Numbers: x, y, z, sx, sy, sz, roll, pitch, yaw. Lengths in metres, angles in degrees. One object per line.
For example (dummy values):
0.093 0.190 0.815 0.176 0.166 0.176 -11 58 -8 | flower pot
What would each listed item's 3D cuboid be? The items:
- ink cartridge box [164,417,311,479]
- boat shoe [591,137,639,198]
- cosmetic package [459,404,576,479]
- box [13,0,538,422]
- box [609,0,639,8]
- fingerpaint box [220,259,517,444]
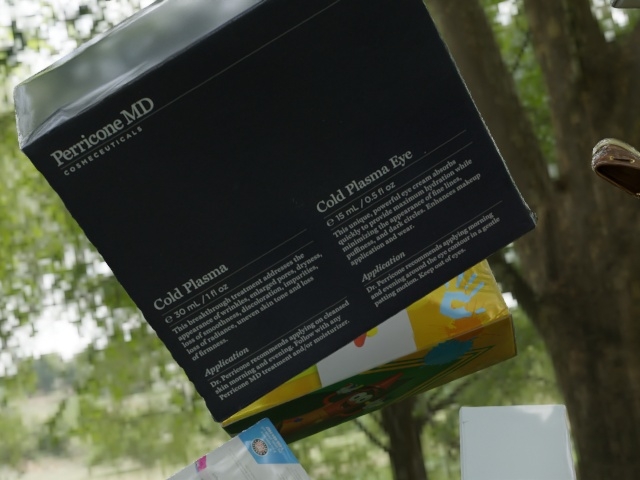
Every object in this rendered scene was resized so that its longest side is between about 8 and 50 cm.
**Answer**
-0.096 0.253 1.134 0.181 0.104 0.061 -28 -18 -28 | ink cartridge box
0.446 -0.075 1.708 0.178 0.064 0.060 25 37 6 | boat shoe
0.161 0.363 0.992 0.097 0.377 0.284 -3 32 4 | cosmetic package
-0.040 -0.075 1.123 0.343 0.313 0.179 -31 28 -1 | box
0.314 -0.356 1.045 0.147 0.311 0.121 1 -8 -4 | box
0.000 0.000 1.639 0.371 0.445 0.163 -22 -27 1 | fingerpaint box
